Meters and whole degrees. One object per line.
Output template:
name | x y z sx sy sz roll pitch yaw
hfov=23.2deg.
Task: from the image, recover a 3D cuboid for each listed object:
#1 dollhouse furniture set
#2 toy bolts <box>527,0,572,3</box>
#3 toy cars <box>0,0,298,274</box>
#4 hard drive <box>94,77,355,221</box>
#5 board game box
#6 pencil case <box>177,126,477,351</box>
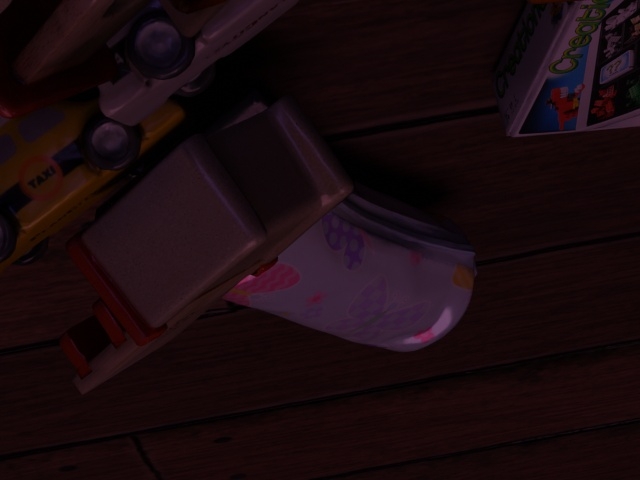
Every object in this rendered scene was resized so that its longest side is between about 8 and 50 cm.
dollhouse furniture set | -0.120 -0.079 0.662 0.135 0.259 0.262 -38 176 37
toy bolts | 0.130 -0.211 0.669 0.158 0.218 0.228 -19 172 4
toy cars | -0.116 -0.099 0.900 0.394 0.087 0.176 -39 178 42
hard drive | -0.059 -0.025 0.966 0.135 0.022 0.094 -38 114 17
board game box | 0.236 -0.166 0.940 0.193 0.053 0.305 -5 154 -13
pencil case | 0.000 0.000 1.125 0.124 0.113 0.273 -39 145 21
